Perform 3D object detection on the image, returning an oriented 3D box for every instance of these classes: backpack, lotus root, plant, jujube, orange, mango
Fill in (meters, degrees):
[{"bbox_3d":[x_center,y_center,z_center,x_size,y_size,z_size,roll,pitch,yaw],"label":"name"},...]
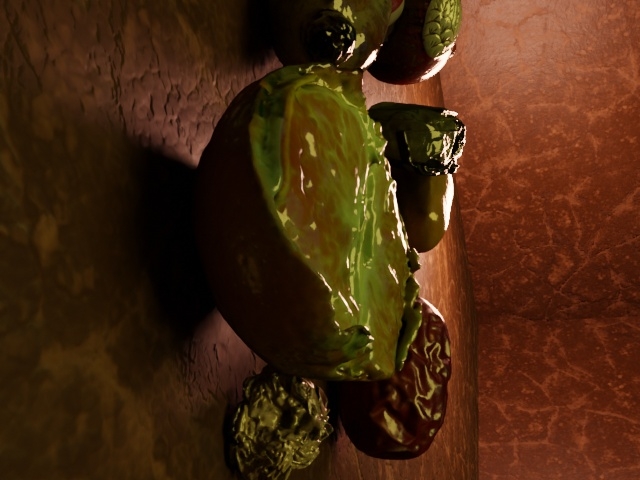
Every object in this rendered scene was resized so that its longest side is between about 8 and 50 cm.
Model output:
[{"bbox_3d":[0.164,-0.192,1.234,0.253,0.206,0.140,-22,118,-65],"label":"backpack"},{"bbox_3d":[0.011,-0.296,0.841,0.309,0.173,0.173,-70,149,-55],"label":"lotus root"},{"bbox_3d":[-0.049,0.188,0.664,0.116,0.104,0.122,-49,180,-19],"label":"plant"},{"bbox_3d":[0.111,0.200,0.978,0.174,0.174,0.251,57,35,-56],"label":"jujube"},{"bbox_3d":[-0.009,0.004,0.614,0.334,0.196,0.263,52,22,-67],"label":"orange"},{"bbox_3d":[0.210,-0.082,1.395,0.332,0.142,0.195,-80,177,-51],"label":"mango"}]

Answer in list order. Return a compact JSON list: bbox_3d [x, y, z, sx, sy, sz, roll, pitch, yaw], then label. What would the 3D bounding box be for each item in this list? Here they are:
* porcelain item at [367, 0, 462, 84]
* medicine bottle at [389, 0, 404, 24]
[{"bbox_3d":[0.194,-0.427,1.287,0.253,0.252,0.253,-6,90,-73],"label":"porcelain item"},{"bbox_3d":[0.057,-0.483,1.080,0.250,0.131,0.131,66,25,-45],"label":"medicine bottle"}]
